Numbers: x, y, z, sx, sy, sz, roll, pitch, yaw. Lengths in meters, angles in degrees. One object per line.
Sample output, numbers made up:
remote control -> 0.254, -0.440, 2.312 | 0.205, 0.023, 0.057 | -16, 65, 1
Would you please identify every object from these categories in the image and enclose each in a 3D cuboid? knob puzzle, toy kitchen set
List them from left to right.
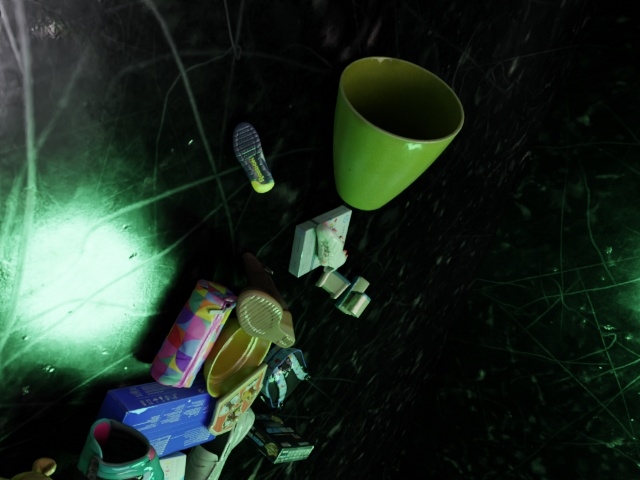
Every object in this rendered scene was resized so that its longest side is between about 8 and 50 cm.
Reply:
knob puzzle -> -0.203, 0.417, 1.321 | 0.213, 0.030, 0.213 | -46, 158, -25
toy kitchen set -> 0.067, 0.130, 1.604 | 0.122, 0.166, 0.207 | -53, -173, -9

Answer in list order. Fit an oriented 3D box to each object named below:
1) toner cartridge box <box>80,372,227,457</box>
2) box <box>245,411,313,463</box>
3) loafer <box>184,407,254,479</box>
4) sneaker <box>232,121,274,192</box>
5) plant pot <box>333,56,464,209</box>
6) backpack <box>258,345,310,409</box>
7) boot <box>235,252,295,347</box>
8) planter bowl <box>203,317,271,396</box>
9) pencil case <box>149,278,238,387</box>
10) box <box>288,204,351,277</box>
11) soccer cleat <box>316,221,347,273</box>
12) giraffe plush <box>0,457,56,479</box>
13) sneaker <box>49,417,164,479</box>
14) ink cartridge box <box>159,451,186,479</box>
toner cartridge box -> -0.347, 0.401, 1.203 | 0.347, 0.075, 0.165 | 11, 109, -59
box -> -0.139, 0.589, 1.600 | 0.051, 0.175, 0.220 | -57, 150, -3
loafer -> -0.301, 0.565, 1.406 | 0.320, 0.112, 0.111 | -57, 147, -19
sneaker -> -0.135, -0.163, 1.028 | 0.053, 0.059, 0.144 | -19, 124, -5
plant pot -> 0.139, -0.213, 1.220 | 0.274, 0.274, 0.294 | -35, 159, -35
backpack -> -0.119, 0.360, 1.472 | 0.158, 0.116, 0.173 | -43, 148, -26
boot -> -0.140, 0.107, 1.133 | 0.090, 0.207, 0.248 | -28, 145, 0
planter bowl -> -0.214, 0.249, 1.246 | 0.217, 0.090, 0.217 | -43, 150, -32
pencil case -> -0.264, 0.195, 1.114 | 0.237, 0.104, 0.104 | -60, 151, 5
box -> 0.000, 0.000, 1.400 | 0.186, 0.038, 0.145 | -27, 138, -45
soccer cleat -> 0.022, 0.025, 1.352 | 0.076, 0.068, 0.196 | -48, 152, -13
giraffe plush -> -0.494, 0.414, 0.825 | 0.170, 0.210, 0.182 | 16, 78, -37
sneaker -> -0.435, 0.419, 0.969 | 0.295, 0.124, 0.179 | 0, 110, -18
ink cartridge box -> -0.397, 0.539, 1.184 | 0.181, 0.061, 0.105 | 9, 82, -46
